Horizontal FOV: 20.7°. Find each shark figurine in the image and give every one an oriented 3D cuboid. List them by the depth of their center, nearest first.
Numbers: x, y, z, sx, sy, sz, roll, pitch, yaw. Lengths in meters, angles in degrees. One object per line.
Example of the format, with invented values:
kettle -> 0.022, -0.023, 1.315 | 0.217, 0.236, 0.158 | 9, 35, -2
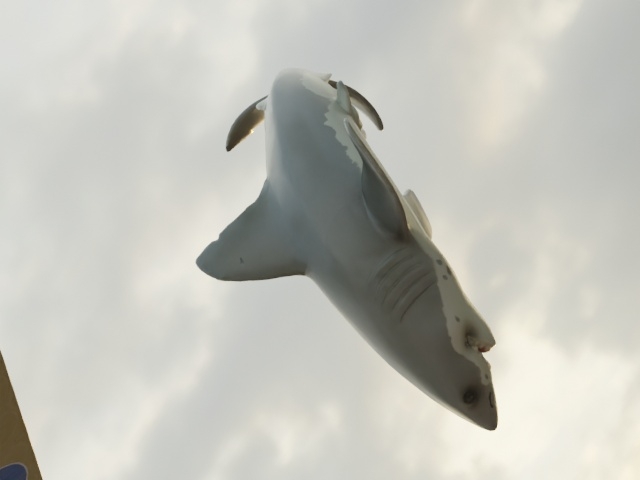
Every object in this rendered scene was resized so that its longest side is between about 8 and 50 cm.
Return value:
shark figurine -> -0.015, -0.024, 0.904 | 0.116, 0.278, 0.166 | -32, -47, 4

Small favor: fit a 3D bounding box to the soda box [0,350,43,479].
soda box -> -0.174, 0.089, 0.799 | 0.061, 0.058, 0.181 | -44, -25, -25
